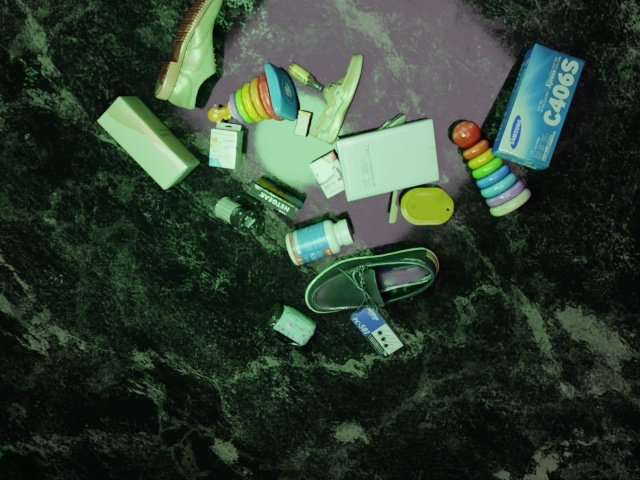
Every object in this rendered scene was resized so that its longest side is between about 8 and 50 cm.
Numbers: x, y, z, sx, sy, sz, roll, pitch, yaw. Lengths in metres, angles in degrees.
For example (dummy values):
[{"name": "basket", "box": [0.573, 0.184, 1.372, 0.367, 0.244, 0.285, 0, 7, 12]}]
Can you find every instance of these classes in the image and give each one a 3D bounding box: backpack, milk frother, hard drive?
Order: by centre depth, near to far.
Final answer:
[{"name": "hard drive", "box": [0.225, -0.267, 1.625, 0.319, 0.040, 0.210, -13, 113, -2]}, {"name": "milk frother", "box": [-0.280, -0.081, 1.744, 0.135, 0.129, 0.143, 29, 144, 31]}, {"name": "backpack", "box": [-0.109, 0.315, 1.820, 0.182, 0.152, 0.115, 34, 102, -11]}]

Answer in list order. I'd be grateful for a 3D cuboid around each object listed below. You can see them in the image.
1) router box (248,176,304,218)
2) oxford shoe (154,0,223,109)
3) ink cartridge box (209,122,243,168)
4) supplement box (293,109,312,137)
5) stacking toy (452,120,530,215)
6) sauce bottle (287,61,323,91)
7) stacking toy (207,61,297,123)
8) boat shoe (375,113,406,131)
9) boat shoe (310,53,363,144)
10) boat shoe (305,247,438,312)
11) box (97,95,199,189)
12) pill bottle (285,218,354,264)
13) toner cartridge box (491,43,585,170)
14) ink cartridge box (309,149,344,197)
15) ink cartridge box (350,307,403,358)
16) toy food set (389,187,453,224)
[{"name": "router box", "box": [-0.149, -0.149, 1.687, 0.179, 0.133, 0.046, 30, 107, -4]}, {"name": "oxford shoe", "box": [-0.400, -0.624, 1.593, 0.147, 0.140, 0.396, 22, 105, -34]}, {"name": "ink cartridge box", "box": [-0.323, -0.328, 1.672, 0.092, 0.090, 0.143, 8, 108, 3]}, {"name": "supplement box", "box": [-0.058, -0.395, 1.647, 0.043, 0.055, 0.083, 14, 106, 2]}, {"name": "stacking toy", "box": [0.547, -0.249, 1.610, 0.141, 0.141, 0.330, -34, 94, 13]}, {"name": "sauce bottle", "box": [-0.048, -0.538, 1.610, 0.128, 0.042, 0.042, 34, 106, -3]}, {"name": "stacking toy", "box": [-0.241, -0.448, 1.611, 0.302, 0.166, 0.175, -13, 90, 20]}, {"name": "boat shoe", "box": [0.227, -0.378, 1.633, 0.137, 0.049, 0.043, -42, 59, 15]}, {"name": "boat shoe", "box": [0.054, -0.468, 1.591, 0.098, 0.109, 0.302, 22, 113, -3]}, {"name": "boat shoe", "box": [0.177, 0.153, 1.738, 0.501, 0.156, 0.186, -16, 106, 11]}, {"name": "box", "box": [-0.580, -0.334, 1.666, 0.121, 0.148, 0.311, -41, 101, 14]}, {"name": "pill bottle", "box": [0.000, 0.000, 1.722, 0.222, 0.124, 0.124, -18, 104, 11]}, {"name": "toner cartridge box", "box": [0.674, -0.411, 1.516, 0.165, 0.075, 0.347, 19, 90, 0]}, {"name": "ink cartridge box", "box": [0.036, -0.229, 1.686, 0.099, 0.056, 0.135, -28, 102, 11]}, {"name": "ink cartridge box", "box": [0.212, 0.338, 1.844, 0.097, 0.046, 0.207, -37, 100, 13]}, {"name": "toy food set", "box": [0.345, -0.116, 1.692, 0.218, 0.071, 0.128, 0, 88, 3]}]
